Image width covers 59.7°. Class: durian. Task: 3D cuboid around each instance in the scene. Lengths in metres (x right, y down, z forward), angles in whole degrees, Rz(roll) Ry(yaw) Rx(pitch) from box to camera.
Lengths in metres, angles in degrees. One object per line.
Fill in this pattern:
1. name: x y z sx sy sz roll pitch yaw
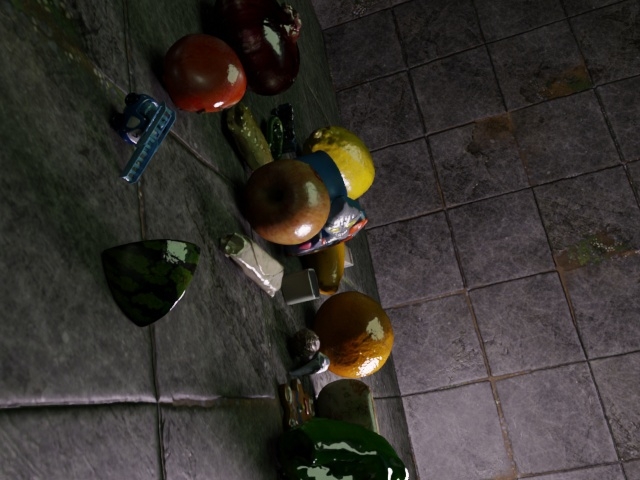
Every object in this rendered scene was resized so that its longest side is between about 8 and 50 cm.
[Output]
1. durian: -0.038 0.264 1.437 0.091 0.080 0.080 -1 75 -55

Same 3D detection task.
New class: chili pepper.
1. chili pepper: 0.061 0.505 1.225 0.385 0.167 0.213 31 53 -46

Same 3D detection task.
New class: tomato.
1. tomato: -0.228 -0.326 1.094 0.167 0.167 0.167 -15 90 -78

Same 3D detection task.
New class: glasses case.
1. glasses case: 0.088 0.577 1.456 0.098 0.157 0.425 70 10 -64

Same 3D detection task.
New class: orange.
1. orange: 0.094 0.277 1.672 0.264 0.264 0.264 -15 90 -78

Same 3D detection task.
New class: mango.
1. mango: 0.002 0.001 1.799 0.187 0.144 0.359 -33 115 -65

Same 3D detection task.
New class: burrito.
1. burrito: -0.144 0.053 1.257 0.275 0.059 0.082 53 40 -60

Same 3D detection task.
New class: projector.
1. projector: -0.054 0.126 1.520 0.083 0.082 0.083 17 60 -76

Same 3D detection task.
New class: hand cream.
1. hand cream: -0.016 0.333 1.472 0.052 0.075 0.248 49 2 11

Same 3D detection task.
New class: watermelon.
1. watermelon: -0.234 0.044 0.802 0.094 0.135 0.125 12 -54 62

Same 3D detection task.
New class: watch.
1. watch: -0.018 -0.119 1.549 0.274 0.241 0.305 67 -22 12

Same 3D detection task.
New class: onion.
1. onion: -0.153 -0.542 1.503 0.314 0.232 0.314 -16 90 -78

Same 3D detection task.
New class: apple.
1. apple: -0.082 -0.094 1.363 0.188 0.211 0.211 7 69 -70

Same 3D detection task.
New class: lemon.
1. lemon: 0.059 -0.285 2.111 0.316 0.285 0.285 3 70 -44

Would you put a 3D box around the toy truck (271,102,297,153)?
1. toy truck: -0.120 -0.380 1.869 0.088 0.074 0.201 74 8 -54

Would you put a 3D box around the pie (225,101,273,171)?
1. pie: -0.170 -0.239 1.471 0.282 0.068 0.128 65 16 -56

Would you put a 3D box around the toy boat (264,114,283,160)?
1. toy boat: -0.142 -0.308 1.708 0.210 0.052 0.104 -90 159 -47

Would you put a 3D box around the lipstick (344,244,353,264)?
1. lipstick: 0.048 0.049 2.092 0.371 0.076 0.079 31 48 -73

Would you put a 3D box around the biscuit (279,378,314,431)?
1. biscuit: -0.049 0.403 1.348 0.205 0.031 0.138 48 30 -68

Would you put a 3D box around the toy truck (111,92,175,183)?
1. toy truck: -0.288 -0.161 0.871 0.136 0.074 0.063 -61 157 -5
